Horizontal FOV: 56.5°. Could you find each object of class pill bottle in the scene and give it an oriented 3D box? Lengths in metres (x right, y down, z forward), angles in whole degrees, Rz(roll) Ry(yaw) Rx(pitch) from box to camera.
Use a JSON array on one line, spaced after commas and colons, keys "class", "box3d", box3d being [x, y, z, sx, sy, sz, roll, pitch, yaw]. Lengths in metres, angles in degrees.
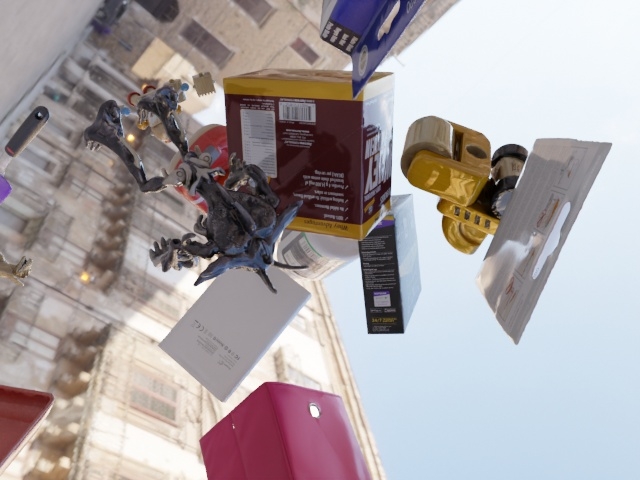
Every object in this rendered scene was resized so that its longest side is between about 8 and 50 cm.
[{"class": "pill bottle", "box3d": [0.000, 0.000, 1.702, 0.204, 0.204, 0.361, -65, -169, -22]}]

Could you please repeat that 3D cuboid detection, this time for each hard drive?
[{"class": "hard drive", "box3d": [-0.194, 0.182, 1.359, 0.307, 0.203, 0.040, -50, 163, -12]}]

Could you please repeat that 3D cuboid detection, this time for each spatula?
[{"class": "spatula", "box3d": [-0.580, -0.151, 1.105, 0.296, 0.084, 0.030, -35, -166, 31]}]

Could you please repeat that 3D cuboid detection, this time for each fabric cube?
[{"class": "fabric cube", "box3d": [-0.074, 0.500, 1.305, 0.259, 0.254, 0.258, -45, -136, 23]}]

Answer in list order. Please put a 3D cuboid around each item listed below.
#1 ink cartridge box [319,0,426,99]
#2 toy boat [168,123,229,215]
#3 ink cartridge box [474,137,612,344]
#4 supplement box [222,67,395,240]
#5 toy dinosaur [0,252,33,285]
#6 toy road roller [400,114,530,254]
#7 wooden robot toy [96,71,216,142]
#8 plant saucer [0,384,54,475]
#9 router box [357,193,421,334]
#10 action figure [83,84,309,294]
[{"class": "ink cartridge box", "box3d": [0.047, -0.271, 0.526, 0.223, 0.045, 0.224, 142, -47, -73]}, {"class": "toy boat", "box3d": [-0.162, -0.100, 1.110, 0.151, 0.231, 0.151, 38, -95, 26]}, {"class": "ink cartridge box", "box3d": [0.376, -0.011, 0.981, 0.385, 0.091, 0.308, -62, 174, -78]}, {"class": "supplement box", "box3d": [-0.010, -0.123, 0.799, 0.191, 0.194, 0.129, 8, -156, 21]}, {"class": "toy dinosaur", "box3d": [-0.428, 0.031, 0.777, 0.183, 0.092, 0.053, -2, -131, 55]}, {"class": "toy road roller", "box3d": [0.319, -0.113, 1.371, 0.202, 0.329, 0.241, -70, -177, -51]}, {"class": "wooden robot toy", "box3d": [-0.231, -0.185, 0.875, 0.173, 0.079, 0.076, -29, -146, -22]}, {"class": "plant saucer", "box3d": [-0.460, 0.254, 0.634, 0.259, 0.048, 0.258, 4, -147, 15]}, {"class": "router box", "box3d": [0.157, 0.039, 1.304, 0.081, 0.243, 0.309, -3, -169, 17]}, {"class": "action figure", "box3d": [-0.132, -0.045, 0.682, 0.164, 0.276, 0.141, -39, 176, -23]}]
